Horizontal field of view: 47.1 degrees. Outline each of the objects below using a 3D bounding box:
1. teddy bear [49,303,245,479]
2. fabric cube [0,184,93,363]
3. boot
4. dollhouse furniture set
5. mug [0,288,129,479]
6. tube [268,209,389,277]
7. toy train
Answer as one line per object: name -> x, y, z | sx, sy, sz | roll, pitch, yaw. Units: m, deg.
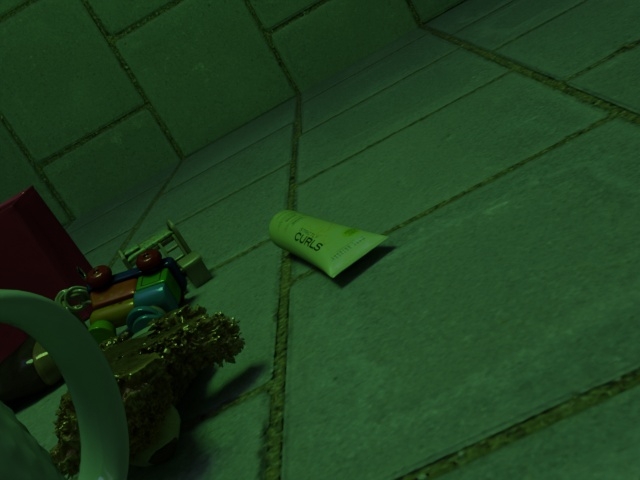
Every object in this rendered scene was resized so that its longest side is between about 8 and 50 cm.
teddy bear -> -0.200, 0.167, 0.841 | 0.245, 0.113, 0.338 | -28, 9, -18
fabric cube -> -0.628, 0.076, 1.479 | 0.259, 0.258, 0.254 | -31, 17, -3
boot -> -0.495, 0.191, 1.225 | 0.206, 0.090, 0.248 | -31, 21, -9
dollhouse furniture set -> -0.301, 0.059, 1.260 | 0.181, 0.101, 0.161 | -35, 18, -13
mug -> -0.244, 0.180, 0.423 | 0.276, 0.328, 0.374 | -11, 21, 28
tube -> 0.000, 0.000, 1.023 | 0.240, 0.062, 0.070 | 22, 95, 62
toy train -> -0.336, 0.118, 1.136 | 0.247, 0.105, 0.143 | -18, 33, 8
